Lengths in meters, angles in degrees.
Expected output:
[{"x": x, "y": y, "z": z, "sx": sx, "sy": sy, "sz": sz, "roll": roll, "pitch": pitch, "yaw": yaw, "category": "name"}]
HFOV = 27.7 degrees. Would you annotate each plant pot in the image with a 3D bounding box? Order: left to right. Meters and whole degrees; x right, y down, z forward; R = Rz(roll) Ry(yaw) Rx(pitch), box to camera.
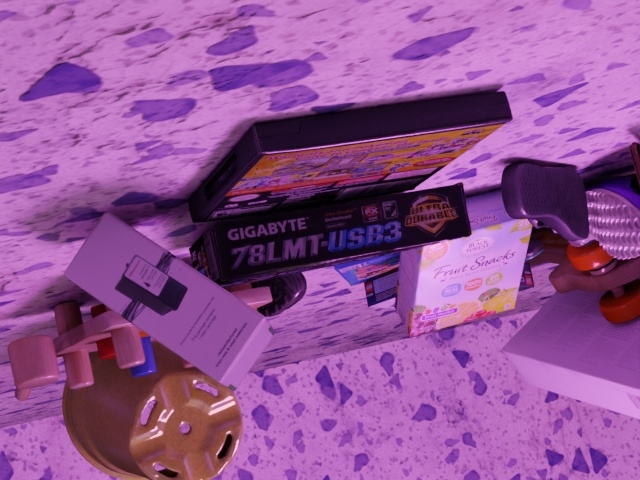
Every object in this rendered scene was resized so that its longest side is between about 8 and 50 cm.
[{"x": -0.245, "y": 0.274, "z": 2.056, "sx": 0.276, "sy": 0.276, "sz": 0.254, "roll": -10, "pitch": -171, "yaw": -22, "category": "plant pot"}]

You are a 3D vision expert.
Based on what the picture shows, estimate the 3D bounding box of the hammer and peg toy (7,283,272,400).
[{"x": -0.279, "y": 0.122, "z": 1.796, "sx": 0.361, "sy": 0.127, "sz": 0.266, "roll": -8, "pitch": 170, "yaw": -32, "category": "hammer and peg toy"}]

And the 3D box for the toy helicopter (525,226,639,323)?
[{"x": 0.452, "y": 0.002, "z": 2.169, "sx": 0.235, "sy": 0.140, "sz": 0.355, "roll": -42, "pitch": -161, "yaw": -20, "category": "toy helicopter"}]

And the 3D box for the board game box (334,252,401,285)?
[{"x": 0.105, "y": 0.017, "z": 1.982, "sx": 0.160, "sy": 0.047, "sz": 0.210, "roll": -16, "pitch": 169, "yaw": 4, "category": "board game box"}]

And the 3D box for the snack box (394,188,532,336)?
[{"x": 0.203, "y": 0.032, "z": 1.867, "sx": 0.174, "sy": 0.070, "sz": 0.207, "roll": -15, "pitch": 139, "yaw": -15, "category": "snack box"}]

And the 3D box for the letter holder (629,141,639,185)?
[{"x": 0.529, "y": -0.004, "z": 1.695, "sx": 0.152, "sy": 0.302, "sz": 0.214, "roll": -19, "pitch": 173, "yaw": 24, "category": "letter holder"}]

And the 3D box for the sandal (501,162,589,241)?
[{"x": 0.299, "y": -0.058, "z": 1.757, "sx": 0.054, "sy": 0.097, "sz": 0.254, "roll": -7, "pitch": 166, "yaw": 34, "category": "sandal"}]

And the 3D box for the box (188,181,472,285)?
[{"x": 0.000, "y": 0.000, "z": 1.568, "sx": 0.295, "sy": 0.073, "sz": 0.293, "roll": -10, "pitch": 179, "yaw": -10, "category": "box"}]

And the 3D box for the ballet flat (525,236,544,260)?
[{"x": 0.295, "y": 0.016, "z": 2.183, "sx": 0.074, "sy": 0.074, "sz": 0.203, "roll": -9, "pitch": 171, "yaw": -27, "category": "ballet flat"}]

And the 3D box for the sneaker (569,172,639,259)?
[{"x": 0.455, "y": -0.051, "z": 1.895, "sx": 0.146, "sy": 0.102, "sz": 0.293, "roll": -20, "pitch": -171, "yaw": -8, "category": "sneaker"}]

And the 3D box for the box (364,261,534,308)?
[{"x": 0.208, "y": 0.071, "z": 2.079, "sx": 0.233, "sy": 0.044, "sz": 0.159, "roll": 5, "pitch": 159, "yaw": -44, "category": "box"}]

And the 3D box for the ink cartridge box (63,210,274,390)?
[{"x": -0.161, "y": 0.068, "z": 1.417, "sx": 0.087, "sy": 0.208, "sz": 0.153, "roll": -55, "pitch": 172, "yaw": -6, "category": "ink cartridge box"}]

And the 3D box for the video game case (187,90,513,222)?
[{"x": 0.023, "y": -0.084, "z": 1.350, "sx": 0.274, "sy": 0.035, "sz": 0.248, "roll": -9, "pitch": 169, "yaw": -22, "category": "video game case"}]

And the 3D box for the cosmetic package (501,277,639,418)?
[{"x": 0.511, "y": 0.140, "z": 2.099, "sx": 0.284, "sy": 0.097, "sz": 0.377, "roll": -46, "pitch": -157, "yaw": -16, "category": "cosmetic package"}]

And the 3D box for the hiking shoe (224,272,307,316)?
[{"x": -0.071, "y": 0.066, "z": 1.968, "sx": 0.114, "sy": 0.086, "sz": 0.227, "roll": -24, "pitch": -177, "yaw": -33, "category": "hiking shoe"}]
